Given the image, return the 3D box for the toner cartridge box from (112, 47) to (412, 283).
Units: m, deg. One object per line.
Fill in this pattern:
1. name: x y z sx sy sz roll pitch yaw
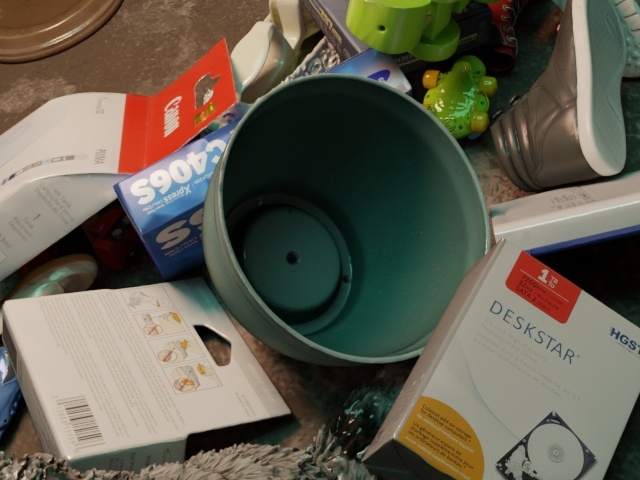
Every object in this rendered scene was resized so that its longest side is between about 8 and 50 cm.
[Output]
1. toner cartridge box: -0.059 -0.087 1.302 0.347 0.165 0.075 -29 71 -8

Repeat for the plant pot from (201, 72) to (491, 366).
1. plant pot: 0.000 0.000 1.147 0.293 0.293 0.196 -54 10 -28

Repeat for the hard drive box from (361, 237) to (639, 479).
1. hard drive box: 0.174 0.145 0.999 0.181 0.089 0.232 33 59 0

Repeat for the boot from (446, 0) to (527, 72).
1. boot: 0.258 -0.308 1.471 0.244 0.088 0.176 -26 53 -6

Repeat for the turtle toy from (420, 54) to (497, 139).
1. turtle toy: 0.173 -0.176 1.374 0.095 0.066 0.130 11 70 18

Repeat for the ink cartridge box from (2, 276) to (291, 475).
1. ink cartridge box: -0.196 0.146 1.201 0.238 0.060 0.275 -6 34 -27

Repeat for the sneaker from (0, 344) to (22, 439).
1. sneaker: -0.370 0.181 1.263 0.082 0.069 0.209 43 54 3

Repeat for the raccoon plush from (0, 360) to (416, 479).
1. raccoon plush: -0.092 0.197 0.961 0.216 0.299 0.446 12 53 30

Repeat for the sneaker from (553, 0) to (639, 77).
1. sneaker: 0.354 -0.304 1.398 0.094 0.090 0.235 -10 61 -47

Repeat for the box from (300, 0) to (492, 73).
1. box: 0.083 -0.312 1.418 0.183 0.059 0.233 -22 53 -12

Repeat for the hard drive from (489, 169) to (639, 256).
1. hard drive: 0.335 -0.043 1.130 0.318 0.040 0.210 -13 6 9

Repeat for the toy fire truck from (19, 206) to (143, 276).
1. toy fire truck: -0.285 -0.016 1.419 0.135 0.047 0.192 11 52 31

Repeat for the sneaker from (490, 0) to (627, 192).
1. sneaker: 0.270 -0.182 1.283 0.147 0.104 0.296 -21 47 39

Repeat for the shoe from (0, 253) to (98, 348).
1. shoe: -0.356 0.093 1.332 0.219 0.076 0.058 -32 64 -1

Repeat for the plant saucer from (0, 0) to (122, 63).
1. plant saucer: -0.461 -0.400 1.858 0.277 0.041 0.278 -11 44 11

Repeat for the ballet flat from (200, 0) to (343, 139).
1. ballet flat: -0.041 -0.259 1.498 0.147 0.147 0.409 7 51 27

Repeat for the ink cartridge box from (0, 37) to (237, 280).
1. ink cartridge box: -0.285 -0.129 1.371 0.385 0.091 0.308 -36 24 9

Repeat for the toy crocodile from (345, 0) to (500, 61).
1. toy crocodile: 0.156 -0.319 1.304 0.105 0.115 0.340 30 55 18
